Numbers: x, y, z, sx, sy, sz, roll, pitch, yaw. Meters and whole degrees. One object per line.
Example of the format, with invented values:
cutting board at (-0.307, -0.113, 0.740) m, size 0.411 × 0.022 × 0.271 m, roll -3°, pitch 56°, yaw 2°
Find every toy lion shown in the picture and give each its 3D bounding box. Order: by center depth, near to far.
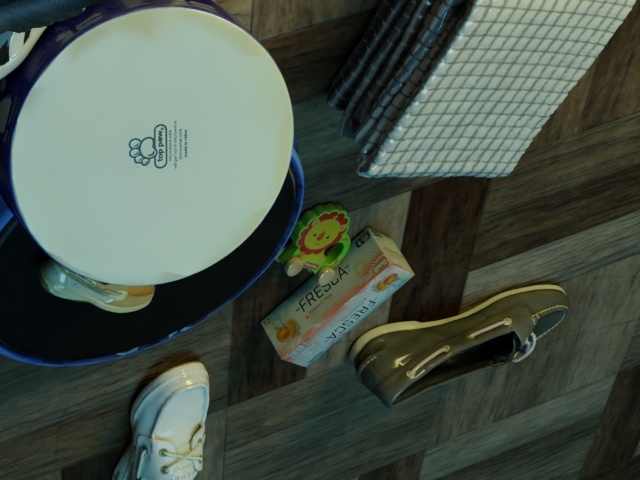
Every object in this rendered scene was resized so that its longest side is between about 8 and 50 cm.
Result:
toy lion at (0.000, 0.000, 2.043) m, size 0.096 × 0.034 × 0.100 m, roll -50°, pitch 145°, yaw 15°

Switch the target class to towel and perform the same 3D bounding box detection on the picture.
towel at (0.159, -0.195, 1.815) m, size 0.235 × 0.121 × 0.283 m, roll -3°, pitch 138°, yaw -40°

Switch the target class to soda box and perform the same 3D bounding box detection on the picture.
soda box at (0.019, 0.069, 2.121) m, size 0.183 × 0.063 × 0.058 m, roll -41°, pitch 148°, yaw 18°

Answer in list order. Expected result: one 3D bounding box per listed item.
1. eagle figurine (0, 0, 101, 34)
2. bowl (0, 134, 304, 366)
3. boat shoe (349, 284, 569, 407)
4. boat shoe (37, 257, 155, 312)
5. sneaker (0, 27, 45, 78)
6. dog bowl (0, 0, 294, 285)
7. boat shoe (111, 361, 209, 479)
eagle figurine at (-0.309, -0.188, 1.333) m, size 0.298 × 0.225 × 0.226 m, roll -49°, pitch 176°, yaw -19°
bowl at (-0.192, -0.015, 1.809) m, size 0.391 × 0.077 × 0.391 m, roll -22°, pitch 148°, yaw -15°
boat shoe at (0.197, 0.145, 2.351) m, size 0.335 × 0.095 × 0.112 m, roll -13°, pitch 145°, yaw -27°
boat shoe at (-0.208, 0.036, 1.745) m, size 0.135 × 0.050 × 0.045 m, roll 9°, pitch 136°, yaw -47°
sneaker at (-0.264, -0.218, 1.465) m, size 0.217 × 0.079 × 0.121 m, roll -41°, pitch 144°, yaw 3°
dog bowl at (-0.161, -0.097, 1.587) m, size 0.265 × 0.104 × 0.264 m, roll -10°, pitch 117°, yaw -21°
boat shoe at (-0.179, 0.256, 2.188) m, size 0.098 × 0.096 × 0.277 m, roll -12°, pitch 144°, yaw -28°
